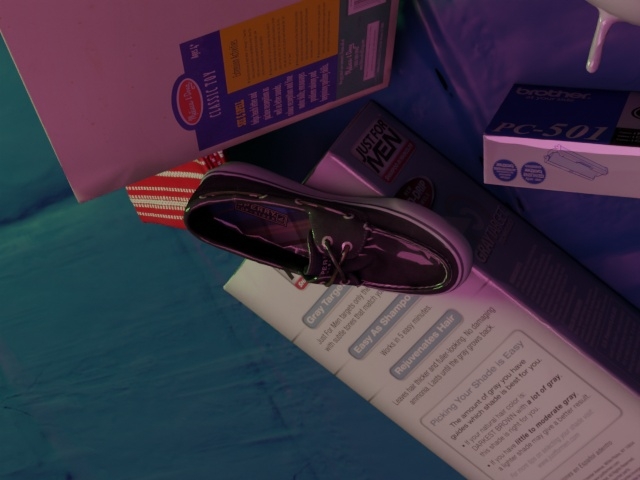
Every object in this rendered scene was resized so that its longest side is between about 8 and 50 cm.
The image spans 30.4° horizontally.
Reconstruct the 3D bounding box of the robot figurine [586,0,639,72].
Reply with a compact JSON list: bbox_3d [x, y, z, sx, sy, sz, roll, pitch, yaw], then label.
[{"bbox_3d":[0.245,-0.259,0.654,0.353,0.200,0.300,-42,81,13],"label":"robot figurine"}]

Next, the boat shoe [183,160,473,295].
[{"bbox_3d":[0.000,0.000,0.906,0.229,0.076,0.080,21,126,13],"label":"boat shoe"}]

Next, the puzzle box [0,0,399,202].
[{"bbox_3d":[-0.077,-0.176,0.760,0.409,0.272,0.052,91,156,-66],"label":"puzzle box"}]

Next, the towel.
[{"bbox_3d":[-0.164,-0.124,1.024,0.199,0.031,0.274,10,130,52],"label":"towel"}]

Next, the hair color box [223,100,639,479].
[{"bbox_3d":[0.124,0.075,1.014,0.374,0.113,0.185,38,127,-2],"label":"hair color box"}]

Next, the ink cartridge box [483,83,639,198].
[{"bbox_3d":[0.234,-0.072,0.880,0.207,0.097,0.046,7,122,21],"label":"ink cartridge box"}]
